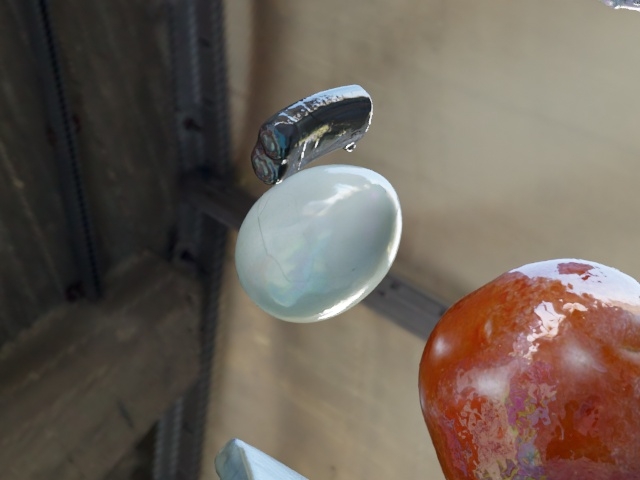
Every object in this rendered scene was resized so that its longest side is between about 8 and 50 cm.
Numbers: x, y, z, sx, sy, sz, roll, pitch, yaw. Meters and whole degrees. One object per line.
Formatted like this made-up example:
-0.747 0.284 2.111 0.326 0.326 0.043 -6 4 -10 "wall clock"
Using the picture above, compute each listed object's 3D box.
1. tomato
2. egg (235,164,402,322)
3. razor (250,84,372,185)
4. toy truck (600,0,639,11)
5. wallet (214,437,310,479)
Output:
0.190 0.127 1.227 0.188 0.232 0.232 -70 -17 -60 "tomato"
0.000 0.000 1.573 0.151 0.151 0.209 0 -31 -44 "egg"
-0.009 -0.121 1.671 0.148 0.054 0.090 -28 -25 -37 "razor"
0.336 -0.366 1.545 0.155 0.124 0.268 -1 -60 -22 "toy truck"
0.052 0.348 1.653 0.360 0.252 0.083 33 -90 -15 "wallet"
